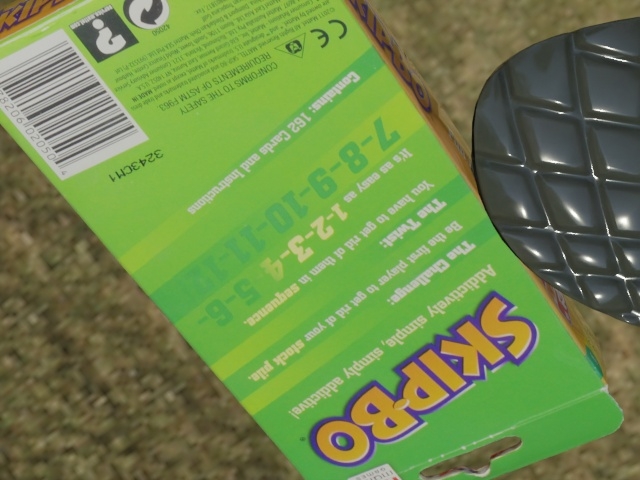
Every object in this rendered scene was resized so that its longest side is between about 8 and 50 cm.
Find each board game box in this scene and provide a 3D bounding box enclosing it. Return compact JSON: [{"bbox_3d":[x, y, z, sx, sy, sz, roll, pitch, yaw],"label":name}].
[{"bbox_3d":[0.000,0.000,0.653,0.259,0.124,0.039,54,23,-31],"label":"board game box"}]

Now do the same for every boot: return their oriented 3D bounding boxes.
[{"bbox_3d":[0.147,-0.019,0.535,0.246,0.161,0.083,-1,93,-10],"label":"boot"}]
